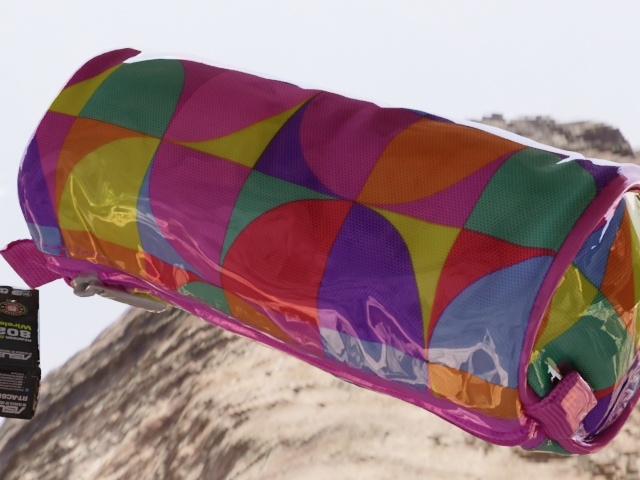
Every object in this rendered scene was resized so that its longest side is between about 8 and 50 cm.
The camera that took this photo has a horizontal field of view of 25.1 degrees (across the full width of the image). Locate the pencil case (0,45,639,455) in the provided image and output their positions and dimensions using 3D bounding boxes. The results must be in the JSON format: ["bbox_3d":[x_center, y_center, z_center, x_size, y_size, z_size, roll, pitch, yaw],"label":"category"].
[{"bbox_3d":[0.000,0.000,0.495,0.236,0.104,0.104,15,-68,36],"label":"pencil case"}]

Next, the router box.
[{"bbox_3d":[-0.222,0.057,0.820,0.122,0.092,0.038,7,-64,-16],"label":"router box"}]
